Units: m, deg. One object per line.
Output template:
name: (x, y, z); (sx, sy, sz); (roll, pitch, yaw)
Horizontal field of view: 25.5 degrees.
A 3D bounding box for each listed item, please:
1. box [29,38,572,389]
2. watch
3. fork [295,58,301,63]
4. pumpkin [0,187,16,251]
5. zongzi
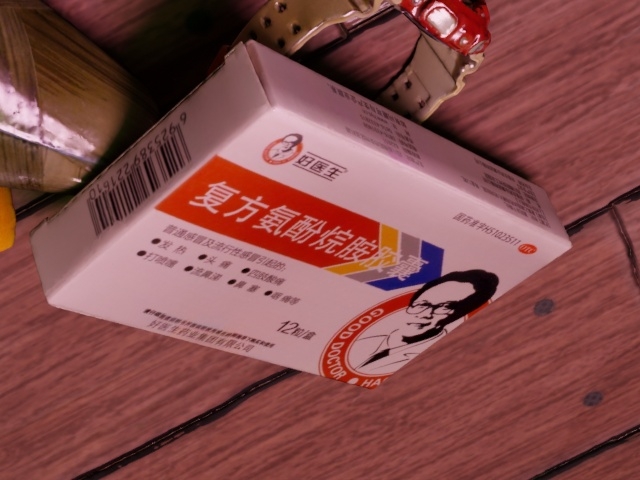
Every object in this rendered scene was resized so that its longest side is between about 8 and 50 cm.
box: (0.000, 0.000, 1.000); (0.214, 0.069, 0.353); (-38, 147, 25)
watch: (-0.007, -0.099, 0.976); (0.268, 0.102, 0.165); (-37, 146, 11)
fork: (-0.104, -0.055, 1.026); (0.039, 0.021, 0.235); (37, 102, -29)
pumpkin: (-0.271, -0.018, 1.016); (0.101, 0.035, 0.073); (-1, 124, -11)
zongzi: (-0.195, -0.140, 0.893); (0.221, 0.112, 0.242); (7, 124, -17)
